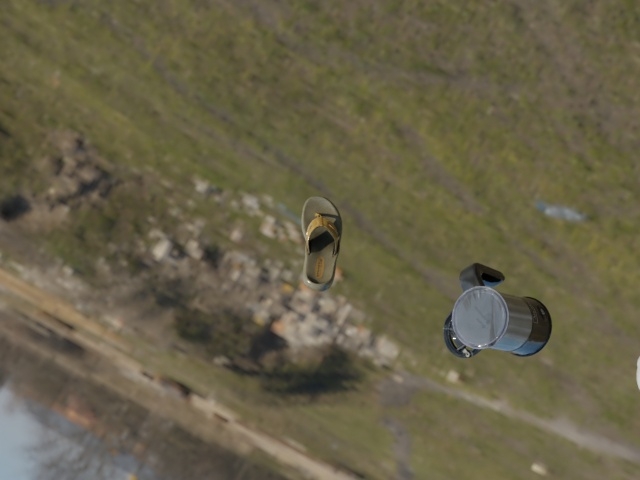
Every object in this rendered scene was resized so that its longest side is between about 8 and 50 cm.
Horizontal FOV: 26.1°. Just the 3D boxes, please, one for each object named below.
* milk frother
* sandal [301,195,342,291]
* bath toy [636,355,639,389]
[{"bbox_3d":[0.214,0.116,1.866,0.134,0.143,0.129,15,-149,-54],"label":"milk frother"},{"bbox_3d":[0.000,0.000,2.377,0.072,0.180,0.049,1,152,4],"label":"sandal"},{"bbox_3d":[0.557,0.209,1.680,0.348,0.129,0.151,33,-160,17],"label":"bath toy"}]
